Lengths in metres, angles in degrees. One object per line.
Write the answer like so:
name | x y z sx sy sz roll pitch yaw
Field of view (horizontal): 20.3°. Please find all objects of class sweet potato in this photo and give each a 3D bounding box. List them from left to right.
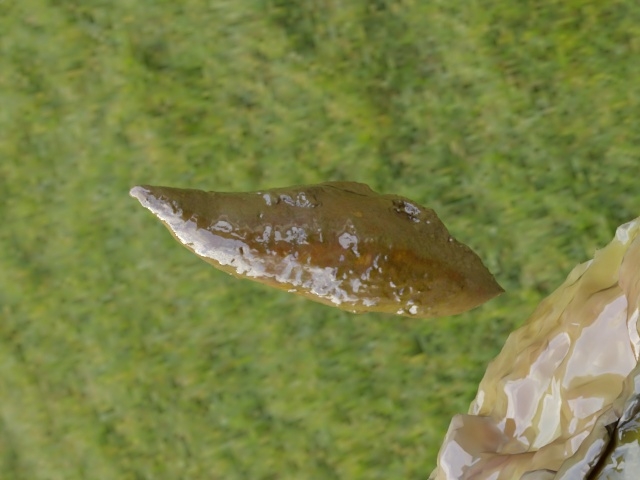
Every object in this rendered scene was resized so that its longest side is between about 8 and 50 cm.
sweet potato | 0.000 0.000 0.892 0.060 0.205 0.068 -24 59 60

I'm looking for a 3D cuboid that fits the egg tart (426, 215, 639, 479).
egg tart | 0.135 0.100 0.711 0.150 0.352 0.352 33 139 -11
